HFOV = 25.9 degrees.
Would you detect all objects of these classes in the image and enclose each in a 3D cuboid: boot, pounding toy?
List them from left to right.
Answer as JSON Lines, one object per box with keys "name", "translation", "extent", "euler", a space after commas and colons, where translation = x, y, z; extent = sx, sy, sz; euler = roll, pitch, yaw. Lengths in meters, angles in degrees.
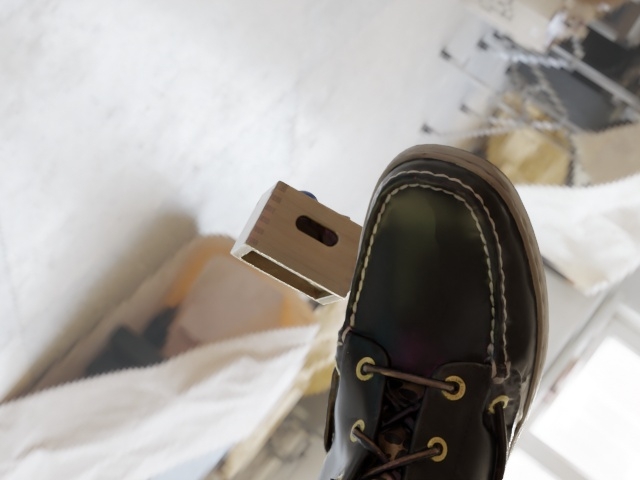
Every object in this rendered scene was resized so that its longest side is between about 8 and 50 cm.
{"name": "pounding toy", "translation": [0.000, 0.000, 1.376], "extent": [0.100, 0.141, 0.130], "euler": [-62, -173, -10]}
{"name": "boot", "translation": [0.034, 0.153, 0.869], "extent": [0.284, 0.138, 0.377], "euler": [-43, 144, -59]}
